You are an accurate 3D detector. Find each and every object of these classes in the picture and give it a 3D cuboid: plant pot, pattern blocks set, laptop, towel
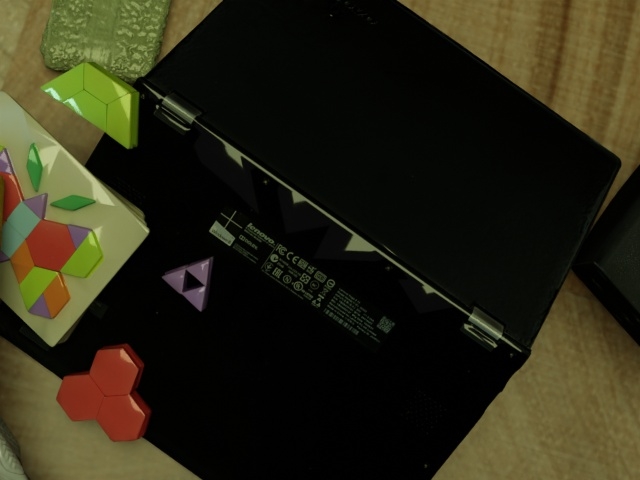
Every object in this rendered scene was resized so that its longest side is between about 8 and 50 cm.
[{"bbox_3d":[0.325,0.014,0.964,0.167,0.188,0.187,-41,86,1],"label":"plant pot"},{"bbox_3d":[-0.238,-0.013,0.910,0.325,0.026,0.285,28,104,8],"label":"pattern blocks set"},{"bbox_3d":[0.000,0.000,1.005,0.382,0.236,0.408,35,106,2],"label":"laptop"},{"bbox_3d":[-0.189,-0.217,1.021,0.110,0.027,0.148,10,77,-5],"label":"towel"}]

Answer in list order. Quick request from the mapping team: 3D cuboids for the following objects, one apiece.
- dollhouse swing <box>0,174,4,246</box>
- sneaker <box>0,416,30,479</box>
[{"bbox_3d":[-0.452,0.061,0.753,0.346,0.305,0.315,-1,79,13],"label":"dollhouse swing"},{"bbox_3d":[-0.294,0.228,0.885,0.153,0.101,0.269,-33,87,-14],"label":"sneaker"}]
